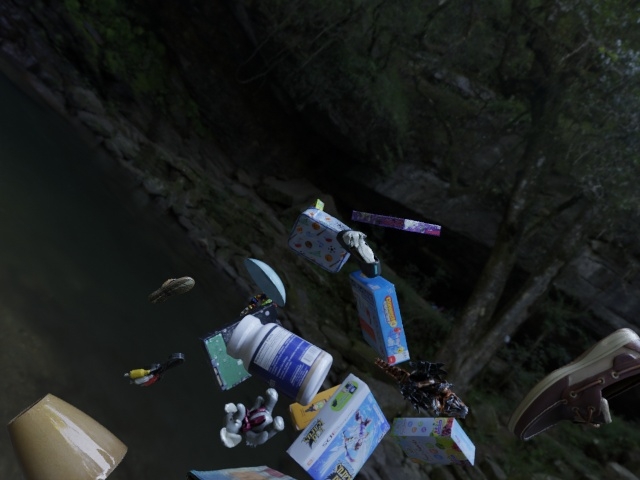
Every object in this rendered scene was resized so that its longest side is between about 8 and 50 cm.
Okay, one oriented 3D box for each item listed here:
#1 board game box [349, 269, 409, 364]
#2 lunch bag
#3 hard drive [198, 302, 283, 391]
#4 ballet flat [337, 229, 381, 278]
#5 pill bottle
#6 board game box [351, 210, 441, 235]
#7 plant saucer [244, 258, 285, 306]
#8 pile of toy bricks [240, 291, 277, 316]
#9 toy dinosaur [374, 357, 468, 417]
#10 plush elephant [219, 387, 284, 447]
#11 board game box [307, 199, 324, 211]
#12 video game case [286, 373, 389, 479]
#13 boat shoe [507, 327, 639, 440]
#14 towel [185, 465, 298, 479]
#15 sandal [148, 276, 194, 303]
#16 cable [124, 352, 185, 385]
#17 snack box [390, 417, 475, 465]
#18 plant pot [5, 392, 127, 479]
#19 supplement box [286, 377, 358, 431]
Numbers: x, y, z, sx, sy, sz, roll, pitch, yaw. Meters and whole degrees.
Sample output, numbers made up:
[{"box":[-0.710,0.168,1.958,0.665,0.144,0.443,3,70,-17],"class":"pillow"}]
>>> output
[{"box":[0.225,0.291,1.889,0.308,0.086,0.301,-146,-139,-74],"class":"board game box"},{"box":[0.000,0.000,2.221,0.303,0.243,0.115,32,34,8],"class":"lunch bag"},{"box":[-0.302,0.430,1.956,0.064,0.339,0.236,-4,-73,54],"class":"hard drive"},{"box":[0.154,0.025,1.855,0.280,0.095,0.096,52,-24,38],"class":"ballet flat"},{"box":[-0.114,0.319,1.303,0.265,0.153,0.153,27,-8,14],"class":"pill bottle"},{"box":[0.316,-0.075,2.045,0.208,0.056,0.347,13,1,-33],"class":"board game box"},{"box":[-0.166,0.124,1.520,0.195,0.037,0.195,42,-23,22],"class":"plant saucer"},{"box":[-0.256,0.296,2.176,0.118,0.212,0.105,49,30,5],"class":"pile of toy bricks"},{"box":[0.328,0.493,1.582,0.322,0.164,0.218,6,-21,12],"class":"toy dinosaur"},{"box":[-0.379,0.923,2.453,0.256,0.330,0.271,24,23,-24],"class":"plush elephant"},{"box":[-0.039,-0.125,2.447,0.043,0.092,0.181,38,34,-18],"class":"board game box"},{"box":[0.059,0.513,1.233,0.061,0.244,0.269,26,-27,41],"class":"video game case"},{"box":[0.562,0.334,1.015,0.123,0.342,0.123,48,7,-43],"class":"boat shoe"},{"box":[-0.278,0.894,1.783,0.370,0.040,0.272,18,-16,-42],"class":"towel"},{"box":[-0.558,0.176,1.777,0.072,0.180,0.049,60,6,-50],"class":"sandal"},{"box":[-0.664,0.549,1.988,0.139,0.287,0.072,50,29,-41],"class":"cable"},{"box":[0.352,0.632,1.503,0.207,0.070,0.174,-15,-57,36],"class":"snack box"},{"box":[-0.693,0.543,1.263,0.254,0.237,0.237,55,-5,-9],"class":"plant pot"},{"box":[0.018,0.499,1.455,0.078,0.234,0.080,66,-22,20],"class":"supplement box"}]
